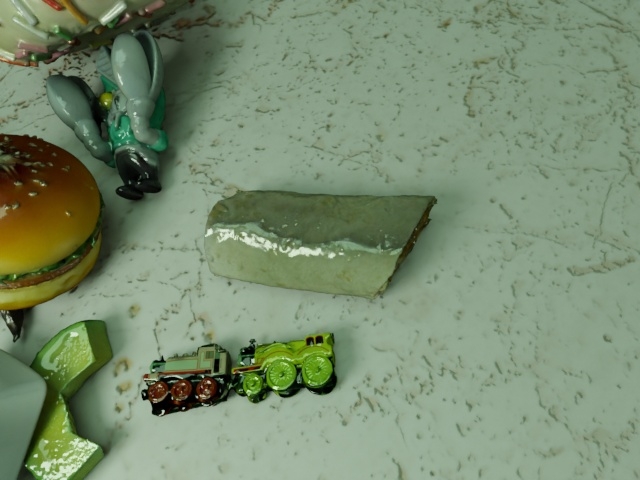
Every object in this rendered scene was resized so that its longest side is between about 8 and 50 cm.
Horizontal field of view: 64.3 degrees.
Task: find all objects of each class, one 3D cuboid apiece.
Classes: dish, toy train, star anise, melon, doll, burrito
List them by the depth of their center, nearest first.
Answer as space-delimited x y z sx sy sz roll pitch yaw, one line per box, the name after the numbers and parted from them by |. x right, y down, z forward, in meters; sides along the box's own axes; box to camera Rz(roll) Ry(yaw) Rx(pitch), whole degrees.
-0.429 0.248 0.599 0.154 0.064 0.234 18 89 23 | dish
-0.102 0.168 0.644 0.249 0.053 0.085 -8 58 3 | toy train
-0.323 0.209 0.645 0.117 0.064 0.210 -16 68 -7 | melon
0.001 -0.003 0.679 0.299 0.105 0.143 4 63 9 | burrito
-0.457 0.069 0.715 0.129 0.056 0.124 23 72 -1 | star anise
-0.291 -0.207 0.768 0.195 0.153 0.258 -41 70 6 | doll

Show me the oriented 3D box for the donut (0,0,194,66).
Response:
-0.342 -0.382 0.771 0.382 0.143 0.383 -21 23 9 | donut

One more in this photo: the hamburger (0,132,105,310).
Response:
-0.411 -0.039 0.666 0.245 0.170 0.246 12 47 -13 | hamburger
